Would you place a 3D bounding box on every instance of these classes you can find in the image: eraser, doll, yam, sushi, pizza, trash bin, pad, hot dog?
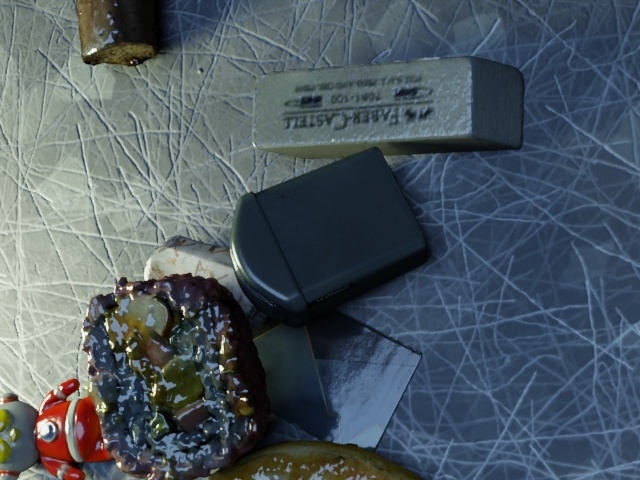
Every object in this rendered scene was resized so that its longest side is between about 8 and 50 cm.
[{"bbox_3d":[0.086,-0.174,1.688,0.352,0.077,0.111,-2,77,19],"label":"eraser"},{"bbox_3d":[-0.387,0.266,1.770,0.245,0.076,0.142,-6,76,14],"label":"doll"},{"bbox_3d":[-0.300,-0.391,1.853,0.131,0.131,0.279,-11,78,18],"label":"yam"},{"bbox_3d":[-0.188,0.170,1.633,0.237,0.171,0.270,-17,88,10],"label":"sushi"},{"bbox_3d":[0.031,0.391,1.567,0.409,0.114,0.277,12,82,23],"label":"pizza"},{"bbox_3d":[0.000,0.000,1.643,0.236,0.101,0.176,-23,69,-6],"label":"trash bin"},{"bbox_3d":[-0.004,0.169,1.687,0.243,0.004,0.163,26,88,23],"label":"pad"},{"bbox_3d":[-0.151,0.056,1.736,0.191,0.059,0.108,17,93,21],"label":"hot dog"}]

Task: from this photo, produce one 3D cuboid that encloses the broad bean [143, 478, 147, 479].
[{"bbox_3d":[-0.237,0.230,1.734,0.070,0.048,0.213,-9,75,17],"label":"broad bean"}]
